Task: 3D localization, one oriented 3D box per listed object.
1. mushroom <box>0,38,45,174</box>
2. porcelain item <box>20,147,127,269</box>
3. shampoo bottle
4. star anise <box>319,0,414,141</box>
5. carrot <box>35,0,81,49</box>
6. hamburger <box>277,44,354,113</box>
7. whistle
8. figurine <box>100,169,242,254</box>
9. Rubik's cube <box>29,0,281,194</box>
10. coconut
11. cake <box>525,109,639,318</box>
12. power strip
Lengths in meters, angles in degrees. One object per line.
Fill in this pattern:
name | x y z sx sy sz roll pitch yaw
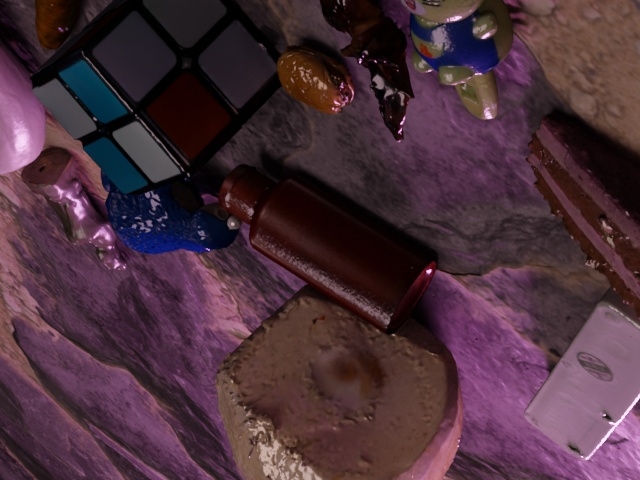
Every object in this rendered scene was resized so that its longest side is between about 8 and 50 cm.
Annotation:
mushroom | -0.449 -0.225 2.216 0.159 0.122 0.328 19 146 24
porcelain item | -0.338 -0.033 2.428 0.081 0.069 0.215 12 146 39
shampoo bottle | 0.000 0.000 1.962 0.260 0.102 0.064 32 -179 20
star anise | 0.056 -0.174 1.628 0.212 0.053 0.157 56 176 46
carrot | -0.298 -0.294 1.974 0.066 0.066 0.314 42 157 0
hamburger | -0.005 -0.167 1.777 0.083 0.044 0.076 31 151 27
whistle | 0.118 -0.194 1.517 0.105 0.085 0.227 32 154 40
figurine | -0.188 -0.034 2.128 0.164 0.120 0.262 43 165 -23
Rubik's cube | -0.174 -0.174 1.845 0.183 0.180 0.167 51 152 -12
coconut | 0.025 0.206 2.032 0.297 0.297 0.254 38 163 9
cake | 0.303 -0.007 1.571 0.295 0.113 0.116 45 155 24
power strip | 0.297 0.130 1.773 0.091 0.062 0.385 37 157 10
